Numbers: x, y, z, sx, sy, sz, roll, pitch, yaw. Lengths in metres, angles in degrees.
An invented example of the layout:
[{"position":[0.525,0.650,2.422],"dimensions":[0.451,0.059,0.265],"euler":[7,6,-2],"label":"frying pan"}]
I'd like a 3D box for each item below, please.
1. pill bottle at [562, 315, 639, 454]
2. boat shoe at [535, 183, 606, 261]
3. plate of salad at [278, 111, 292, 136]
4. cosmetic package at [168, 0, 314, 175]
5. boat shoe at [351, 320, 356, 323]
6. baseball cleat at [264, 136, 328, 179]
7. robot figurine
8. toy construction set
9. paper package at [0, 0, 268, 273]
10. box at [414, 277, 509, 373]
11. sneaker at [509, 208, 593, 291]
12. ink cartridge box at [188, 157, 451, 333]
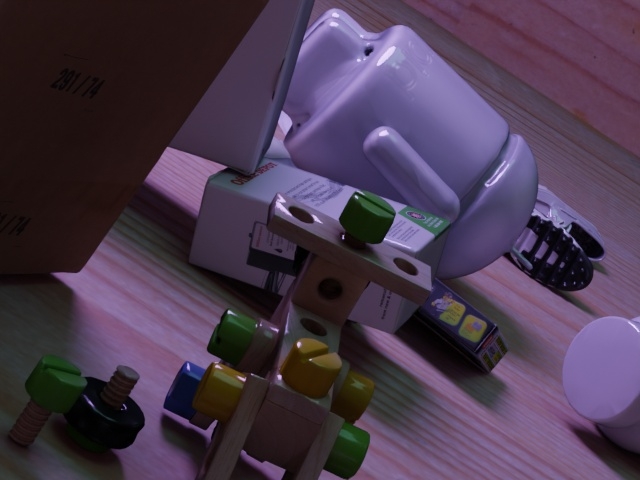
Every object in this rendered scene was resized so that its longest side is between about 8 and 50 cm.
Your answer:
[{"position":[0.384,0.163,1.976],"dimensions":[0.272,0.152,0.152],"euler":[19,21,-41],"label":"pill bottle"},{"position":[0.333,-0.020,2.618],"dimensions":[0.184,0.066,0.063],"euler":[35,11,-31],"label":"boat shoe"},{"position":[0.024,-0.087,2.214],"dimensions":[0.200,0.048,0.200],"euler":[33,18,-12],"label":"plate of salad"},{"position":[-0.200,-0.217,1.747],"dimensions":[0.365,0.197,0.155],"euler":[19,15,0],"label":"cosmetic package"},{"position":[0.028,0.046,1.823],"dimensions":[0.038,0.046,0.125],"euler":[30,13,-10],"label":"boat shoe"},{"position":[-0.033,-0.032,1.927],"dimensions":[0.206,0.072,0.109],"euler":[38,43,-50],"label":"baseball cleat"},{"position":[0.100,-0.097,2.054],"dimensions":[0.353,0.200,0.300],"euler":[43,16,-10],"label":"robot figurine"},{"position":[0.012,0.109,1.241],"dimensions":[0.309,0.237,0.257],"euler":[38,16,15],"label":"toy construction set"},{"position":[-0.239,-0.130,1.333],"dimensions":[0.168,0.309,0.325],"euler":[43,18,19],"label":"paper package"},{"position":[0.098,0.051,1.900],"dimensions":[0.207,0.036,0.114],"euler":[38,-4,19],"label":"box"},{"position":[0.264,-0.019,2.428],"dimensions":[0.234,0.078,0.106],"euler":[34,18,10],"label":"sneaker"},{"position":[0.000,0.000,1.726],"dimensions":[0.208,0.087,0.153],"euler":[20,16,12],"label":"ink cartridge box"}]
